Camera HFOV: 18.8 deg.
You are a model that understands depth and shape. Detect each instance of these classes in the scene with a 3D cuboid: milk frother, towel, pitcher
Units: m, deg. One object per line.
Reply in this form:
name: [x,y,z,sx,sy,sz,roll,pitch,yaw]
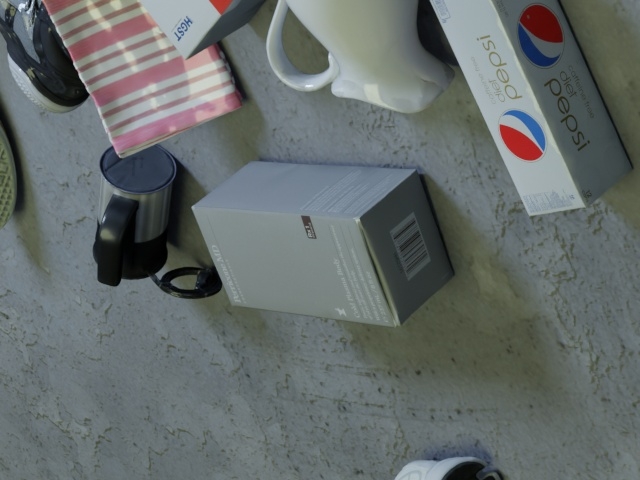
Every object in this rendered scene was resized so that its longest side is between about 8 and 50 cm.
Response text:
milk frother: [-0.172,-0.014,2.086,0.143,0.129,0.135,4,135,-6]
towel: [-0.179,-0.194,1.922,0.144,0.029,0.197,-22,105,12]
pitcher: [0.009,-0.216,1.677,0.178,0.125,0.207,0,128,31]

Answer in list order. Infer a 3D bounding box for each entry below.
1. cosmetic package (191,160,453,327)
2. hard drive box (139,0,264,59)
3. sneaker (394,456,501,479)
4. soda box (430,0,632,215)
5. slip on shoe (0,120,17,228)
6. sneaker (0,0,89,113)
cosmetic package: [0.000,0.000,1.885,0.238,0.107,0.127,1,122,44]
hard drive box: [-0.132,-0.315,1.791,0.232,0.089,0.181,51,144,4]
sneaker: [0.156,0.354,2.005,0.118,0.110,0.292,0,111,57]
soda box: [0.174,-0.132,1.608,0.069,0.074,0.216,-8,112,51]
slip on shoe: [-0.448,-0.153,2.272,0.101,0.123,0.331,-126,12,-64]
sneaker: [-0.300,-0.265,2.013,0.153,0.101,0.268,-19,109,52]
